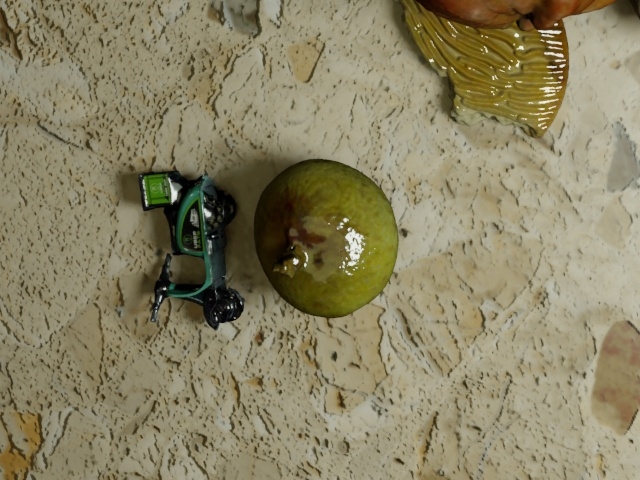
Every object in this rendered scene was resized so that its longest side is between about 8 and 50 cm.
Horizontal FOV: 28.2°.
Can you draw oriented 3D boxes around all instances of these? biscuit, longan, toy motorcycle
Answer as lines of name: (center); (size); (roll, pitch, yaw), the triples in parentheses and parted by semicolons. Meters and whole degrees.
biscuit: (0.149, -0.208, 1.281); (0.228, 0.031, 0.176); (23, 100, 2)
longan: (0.000, 0.000, 1.267); (0.155, 0.176, 0.145); (44, 118, 13)
toy motorcycle: (-0.135, 0.011, 1.343); (0.100, 0.058, 0.173); (-4, 98, 15)

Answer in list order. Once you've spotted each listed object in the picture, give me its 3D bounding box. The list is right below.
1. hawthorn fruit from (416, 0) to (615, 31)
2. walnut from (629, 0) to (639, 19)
hawthorn fruit: (0.168, -0.308, 1.128); (0.258, 0.258, 0.262); (-32, 101, 11)
walnut: (0.368, -0.281, 1.175); (0.178, 0.178, 0.230); (29, 108, 1)
